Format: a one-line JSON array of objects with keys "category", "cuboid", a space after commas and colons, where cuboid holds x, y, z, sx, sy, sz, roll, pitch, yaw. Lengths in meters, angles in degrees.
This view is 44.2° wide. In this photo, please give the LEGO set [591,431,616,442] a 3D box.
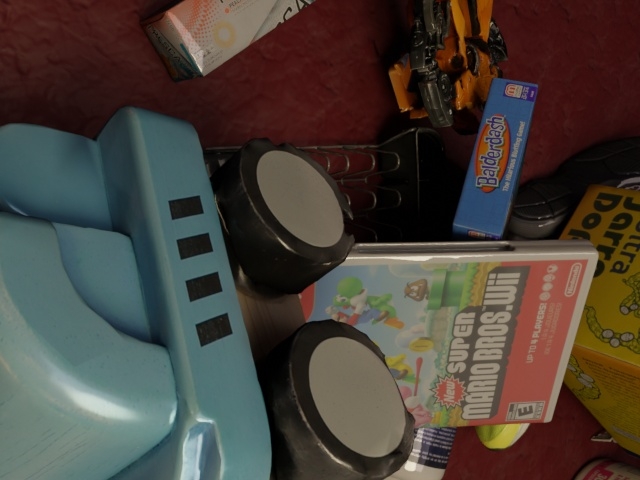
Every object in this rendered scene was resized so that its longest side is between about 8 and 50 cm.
[{"category": "LEGO set", "cuboid": [0.474, 0.227, 1.140, 0.244, 0.060, 0.182, 32, 64, -34]}]

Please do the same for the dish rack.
[{"category": "dish rack", "cuboid": [0.000, 0.000, 0.754, 0.271, 0.074, 0.208, -7, 97, -35]}]

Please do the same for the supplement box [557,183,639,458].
[{"category": "supplement box", "cuboid": [0.410, 0.126, 0.897, 0.356, 0.195, 0.194, 44, 73, -36]}]

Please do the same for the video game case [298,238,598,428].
[{"category": "video game case", "cuboid": [0.091, 0.092, 0.714, 0.285, 0.025, 0.204, -1, 122, -7]}]

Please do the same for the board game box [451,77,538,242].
[{"category": "board game box", "cuboid": [0.171, -0.037, 0.799, 0.210, 0.047, 0.160, 71, 35, -64]}]

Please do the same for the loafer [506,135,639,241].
[{"category": "loafer", "cuboid": [0.345, -0.048, 0.991, 0.302, 0.109, 0.095, -23, 125, -25]}]

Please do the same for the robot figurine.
[{"category": "robot figurine", "cuboid": [0.120, -0.249, 0.792, 0.211, 0.085, 0.291, -23, 108, -55]}]

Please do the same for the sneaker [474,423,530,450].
[{"category": "sneaker", "cuboid": [0.188, 0.133, 0.900, 0.094, 0.081, 0.209, 9, 78, -34]}]

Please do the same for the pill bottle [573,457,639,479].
[{"category": "pill bottle", "cuboid": [0.459, 0.388, 0.982, 0.160, 0.283, 0.160, -3, 96, -35]}]

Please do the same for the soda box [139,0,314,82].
[{"category": "soda box", "cuboid": [-0.065, -0.213, 0.699, 0.183, 0.058, 0.063, -41, 115, -25]}]

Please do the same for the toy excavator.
[{"category": "toy excavator", "cuboid": [-0.204, -0.001, 0.483, 0.445, 0.222, 0.433, 10, 53, -45]}]

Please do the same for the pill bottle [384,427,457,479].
[{"category": "pill bottle", "cuboid": [0.093, 0.197, 0.823, 0.094, 0.094, 0.169, 22, 81, -35]}]
